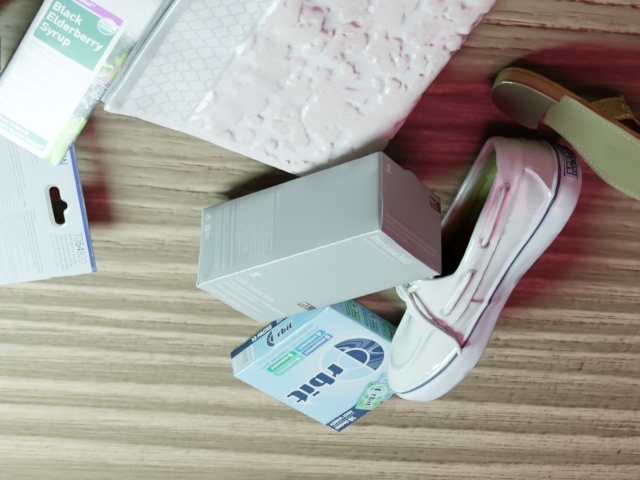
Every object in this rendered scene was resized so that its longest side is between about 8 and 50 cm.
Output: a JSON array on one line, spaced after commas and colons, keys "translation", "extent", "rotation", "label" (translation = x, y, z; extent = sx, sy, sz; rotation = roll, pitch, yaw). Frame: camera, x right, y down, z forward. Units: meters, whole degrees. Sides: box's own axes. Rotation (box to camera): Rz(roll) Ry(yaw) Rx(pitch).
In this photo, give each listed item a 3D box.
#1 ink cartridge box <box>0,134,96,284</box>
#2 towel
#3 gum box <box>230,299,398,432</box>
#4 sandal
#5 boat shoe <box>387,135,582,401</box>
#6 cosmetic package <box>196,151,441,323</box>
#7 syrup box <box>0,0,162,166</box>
[{"translation": [-0.357, -0.039, 2.070], "extent": [0.224, 0.045, 0.223], "rotation": [-7, 136, -4], "label": "ink cartridge box"}, {"translation": [-0.018, -0.205, 1.963], "extent": [0.317, 0.053, 0.332], "rotation": [16, 132, -27], "label": "towel"}, {"translation": [0.014, 0.142, 2.348], "extent": [0.157, 0.041, 0.184], "rotation": [-37, 133, 25], "label": "gum box"}, {"translation": [0.295, -0.131, 2.096], "extent": [0.240, 0.079, 0.088], "rotation": [30, 147, -10], "label": "sandal"}, {"translation": [0.132, 0.029, 2.185], "extent": [0.156, 0.136, 0.367], "rotation": [14, 129, -25], "label": "boat shoe"}, {"translation": [0.000, 0.000, 2.099], "extent": [0.238, 0.107, 0.127], "rotation": [-15, 149, 33], "label": "cosmetic package"}, {"translation": [-0.228, -0.194, 1.879], "extent": [0.093, 0.096, 0.237], "rotation": [30, 127, -11], "label": "syrup box"}]
